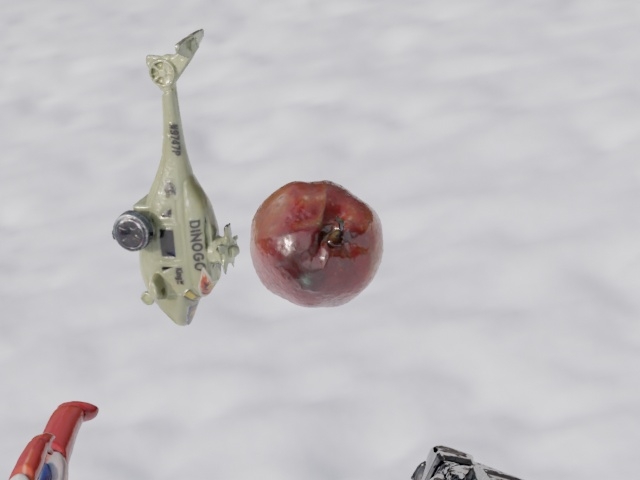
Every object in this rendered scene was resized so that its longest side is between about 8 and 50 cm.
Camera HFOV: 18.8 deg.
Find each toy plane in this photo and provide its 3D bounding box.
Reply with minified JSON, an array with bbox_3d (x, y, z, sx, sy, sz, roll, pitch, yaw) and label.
[{"bbox_3d":[-0.132,-0.052,1.789,0.108,0.286,0.092,4,22,22],"label":"toy plane"}]

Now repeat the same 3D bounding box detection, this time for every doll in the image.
[{"bbox_3d":[-0.311,0.315,2.094,0.099,0.188,0.384,-1,21,13],"label":"doll"}]

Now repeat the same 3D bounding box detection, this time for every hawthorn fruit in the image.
[{"bbox_3d":[0.000,0.000,2.235,0.157,0.157,0.194,-15,-4,-15],"label":"hawthorn fruit"}]

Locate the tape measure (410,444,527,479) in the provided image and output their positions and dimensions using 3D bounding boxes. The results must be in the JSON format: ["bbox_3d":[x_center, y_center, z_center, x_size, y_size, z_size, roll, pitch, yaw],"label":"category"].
[{"bbox_3d":[0.154,0.249,1.626,0.186,0.112,0.199,22,9,6],"label":"tape measure"}]
